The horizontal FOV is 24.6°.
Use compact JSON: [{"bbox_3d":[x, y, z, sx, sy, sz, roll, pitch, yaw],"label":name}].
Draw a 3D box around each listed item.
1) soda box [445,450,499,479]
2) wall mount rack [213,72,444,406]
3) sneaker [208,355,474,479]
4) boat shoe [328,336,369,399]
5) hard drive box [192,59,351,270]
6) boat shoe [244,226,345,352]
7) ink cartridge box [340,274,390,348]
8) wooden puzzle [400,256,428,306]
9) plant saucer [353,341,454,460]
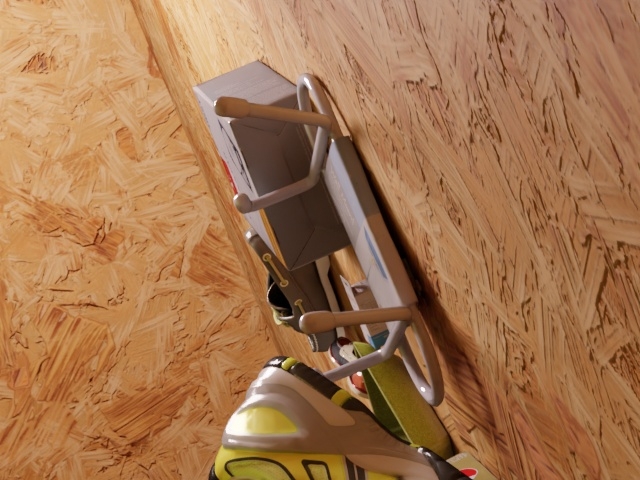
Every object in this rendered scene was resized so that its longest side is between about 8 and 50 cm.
[{"bbox_3d":[0.153,0.263,1.422,0.181,0.058,0.061,-145,31,-77],"label":"soda box"},{"bbox_3d":[0.000,0.000,1.353,0.304,0.130,0.350,98,150,-73],"label":"wall mount rack"},{"bbox_3d":[0.067,0.252,1.277,0.384,0.147,0.145,30,169,35],"label":"sneaker"},{"bbox_3d":[0.048,0.156,1.907,0.043,0.049,0.137,-67,22,16],"label":"boat shoe"},{"bbox_3d":[-0.053,-0.089,1.644,0.232,0.089,0.181,-133,21,-70],"label":"hard drive box"},{"bbox_3d":[-0.032,0.061,1.970,0.305,0.091,0.109,75,168,-53],"label":"boat shoe"},{"bbox_3d":[0.053,0.074,1.645,0.048,0.028,0.083,-141,28,-74],"label":"ink cartridge box"},{"bbox_3d":[0.083,0.039,1.400,0.083,0.006,0.049,-169,55,-81],"label":"wooden puzzle"},{"bbox_3d":[0.108,0.223,1.668,0.188,0.045,0.188,73,169,-46],"label":"plant saucer"}]
